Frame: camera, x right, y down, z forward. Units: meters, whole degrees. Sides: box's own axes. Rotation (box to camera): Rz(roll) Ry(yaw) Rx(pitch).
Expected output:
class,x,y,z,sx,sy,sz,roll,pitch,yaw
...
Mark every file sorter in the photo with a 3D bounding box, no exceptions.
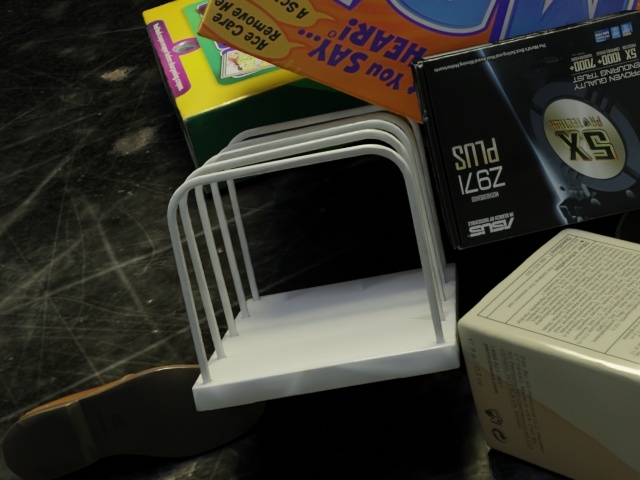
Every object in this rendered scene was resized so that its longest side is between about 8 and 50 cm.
class,x,y,z,sx,sy,sz,roll,pitch,yaw
file sorter,0.000,0.000,1.114,0.192,0.173,0.278,-11,10,8

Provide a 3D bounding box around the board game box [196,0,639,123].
class,x,y,z,sx,sy,sz,roll,pitch,yaw
board game box,0.127,-0.303,1.254,0.356,0.357,0.356,21,14,-7

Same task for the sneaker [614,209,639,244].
class,x,y,z,sx,sy,sz,roll,pitch,yaw
sneaker,0.367,-0.029,1.142,0.267,0.101,0.106,-23,33,-11

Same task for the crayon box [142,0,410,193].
class,x,y,z,sx,sy,sz,roll,pitch,yaw
crayon box,-0.028,-0.217,1.648,0.313,0.106,0.363,-18,30,-5

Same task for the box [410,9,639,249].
class,x,y,z,sx,sy,sz,roll,pitch,yaw
box,0.172,-0.087,1.080,0.180,0.147,0.077,-12,9,2

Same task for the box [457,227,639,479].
class,x,y,z,sx,sy,sz,roll,pitch,yaw
box,0.262,0.102,0.948,0.148,0.121,0.311,-36,35,-31

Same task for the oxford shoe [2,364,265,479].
class,x,y,z,sx,sy,sz,roll,pitch,yaw
oxford shoe,-0.151,0.138,1.147,0.212,0.076,0.076,-10,9,-1
